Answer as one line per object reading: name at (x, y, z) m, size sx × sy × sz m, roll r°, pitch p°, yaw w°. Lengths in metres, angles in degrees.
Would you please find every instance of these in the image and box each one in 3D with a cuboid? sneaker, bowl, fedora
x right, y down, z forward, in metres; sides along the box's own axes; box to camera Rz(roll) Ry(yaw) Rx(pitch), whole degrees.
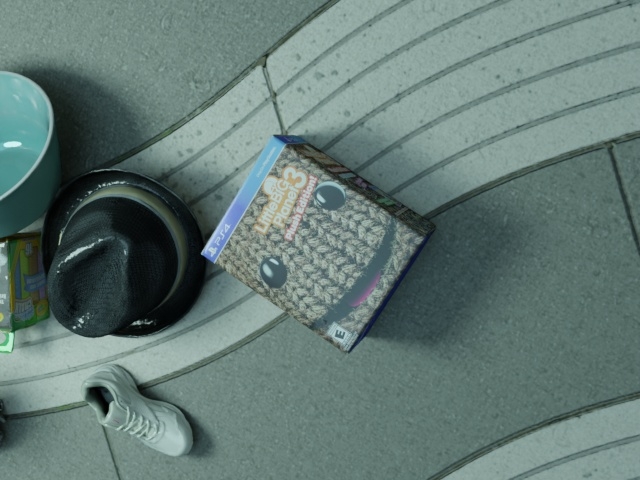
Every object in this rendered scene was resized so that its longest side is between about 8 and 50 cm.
sneaker at (-0.336, 0.317, 1.591) m, size 0.232 × 0.115 × 0.090 m, roll 32°, pitch 103°, yaw 9°
bowl at (-0.577, -0.124, 1.546) m, size 0.312 × 0.163 × 0.311 m, roll -5°, pitch 59°, yaw 8°
fedora at (-0.354, 0.051, 1.507) m, size 0.334 × 0.152 × 0.333 m, roll 5°, pitch 117°, yaw 10°

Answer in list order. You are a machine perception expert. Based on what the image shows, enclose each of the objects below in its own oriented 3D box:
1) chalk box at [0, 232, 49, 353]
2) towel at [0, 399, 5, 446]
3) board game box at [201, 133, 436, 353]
chalk box at (-0.583, 0.096, 1.624) m, size 0.133 × 0.132 × 0.212 m, roll 2°, pitch 97°, yaw 13°
towel at (-0.744, 0.326, 1.623) m, size 0.235 × 0.283 × 0.121 m, roll -17°, pitch 65°, yaw 11°
board game box at (0.000, 0.000, 1.460) m, size 0.291 × 0.141 × 0.232 m, roll 33°, pitch 103°, yaw 8°
